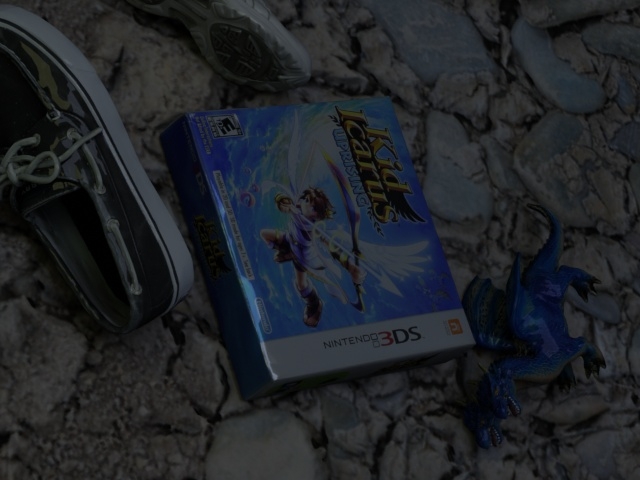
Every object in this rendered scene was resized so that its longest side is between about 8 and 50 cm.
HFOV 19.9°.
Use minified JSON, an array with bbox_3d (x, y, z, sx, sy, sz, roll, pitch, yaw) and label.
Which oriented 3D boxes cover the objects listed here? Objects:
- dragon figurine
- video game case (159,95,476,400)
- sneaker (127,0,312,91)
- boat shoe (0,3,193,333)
[{"bbox_3d":[0.198,0.068,1.808,0.144,0.085,0.289,15,62,-29],"label":"dragon figurine"},{"bbox_3d":[0.000,0.000,1.723,0.244,0.061,0.269,-7,72,-37],"label":"video game case"},{"bbox_3d":[-0.092,-0.241,1.763,0.232,0.090,0.115,39,48,-14],"label":"sneaker"},{"bbox_3d":[-0.229,-0.058,1.563,0.105,0.113,0.306,-34,98,-54],"label":"boat shoe"}]
